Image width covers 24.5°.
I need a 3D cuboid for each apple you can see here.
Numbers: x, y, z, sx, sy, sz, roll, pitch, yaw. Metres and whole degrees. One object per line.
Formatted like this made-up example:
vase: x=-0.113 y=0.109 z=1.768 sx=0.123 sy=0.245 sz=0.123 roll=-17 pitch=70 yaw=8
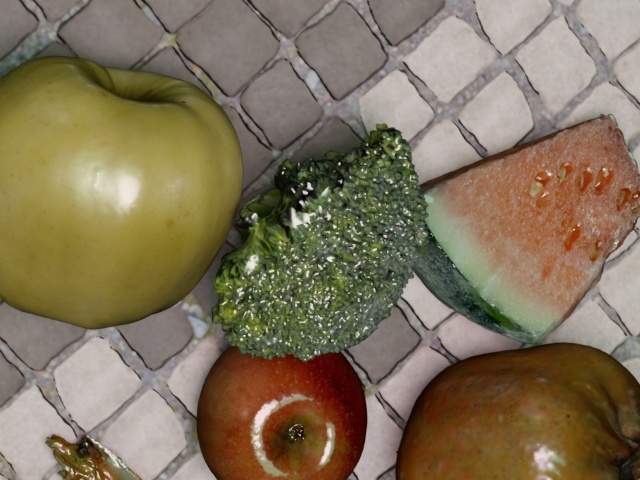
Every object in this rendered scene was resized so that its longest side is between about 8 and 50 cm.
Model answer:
apple: x=-0.200 y=-0.045 z=1.365 sx=0.262 sy=0.262 sz=0.262 roll=-2 pitch=97 yaw=-12
apple: x=-0.036 y=0.176 z=1.471 sx=0.181 sy=0.168 sz=0.181 roll=0 pitch=91 yaw=-13

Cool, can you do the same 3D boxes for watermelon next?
watermelon: x=0.220 y=-0.026 z=1.530 sx=0.256 sy=0.140 sz=0.193 roll=-37 pitch=98 yaw=-15

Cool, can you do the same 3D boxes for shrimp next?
shrimp: x=-0.217 y=0.287 z=1.507 sx=0.115 sy=0.051 sz=0.217 roll=-35 pitch=105 yaw=-3

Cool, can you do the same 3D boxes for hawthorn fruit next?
hawthorn fruit: x=0.197 y=0.240 z=1.487 sx=0.267 sy=0.301 sz=0.268 roll=5 pitch=84 yaw=-45

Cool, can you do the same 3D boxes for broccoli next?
broccoli: x=0.003 y=0.000 z=1.390 sx=0.176 sy=0.198 sz=0.226 roll=-8 pitch=71 yaw=28
